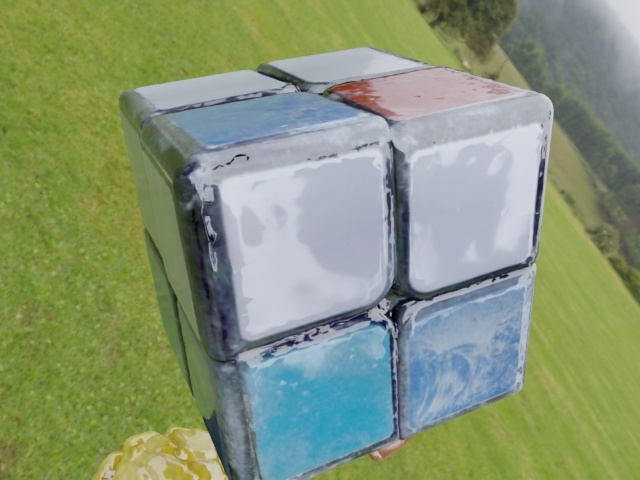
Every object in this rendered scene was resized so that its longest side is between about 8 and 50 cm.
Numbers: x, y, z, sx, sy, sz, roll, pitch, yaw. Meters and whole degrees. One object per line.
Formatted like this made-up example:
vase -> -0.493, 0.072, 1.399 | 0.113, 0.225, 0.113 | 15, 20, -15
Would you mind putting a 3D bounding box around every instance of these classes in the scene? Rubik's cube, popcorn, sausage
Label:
Rubik's cube -> 0.000, 0.000, 0.630 | 0.313, 0.318, 0.316 | -14, 29, -20
popcorn -> -0.184, 0.351, 0.726 | 0.332, 0.225, 0.265 | 5, 68, -14
sausage -> 0.149, 0.331, 1.099 | 0.042, 0.158, 0.036 | 52, -2, -21
